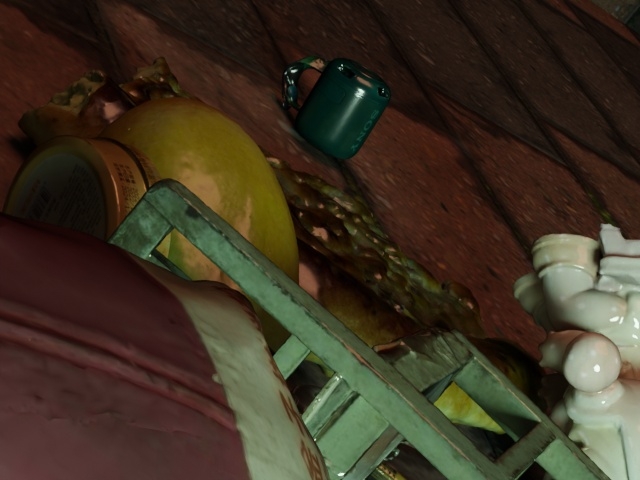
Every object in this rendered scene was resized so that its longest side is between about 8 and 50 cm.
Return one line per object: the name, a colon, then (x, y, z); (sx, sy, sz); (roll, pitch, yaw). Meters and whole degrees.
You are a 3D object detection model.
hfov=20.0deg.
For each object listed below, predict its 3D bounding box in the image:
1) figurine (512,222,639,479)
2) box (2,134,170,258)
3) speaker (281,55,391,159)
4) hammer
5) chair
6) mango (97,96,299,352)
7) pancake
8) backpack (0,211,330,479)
figurine: (0.204, 0.124, 1.192); (0.144, 0.182, 0.256); (9, 56, -9)
box: (-0.124, -0.002, 0.940); (0.037, 0.105, 0.105); (8, 36, -44)
speaker: (0.011, -0.116, 1.502); (0.060, 0.075, 0.094); (22, 17, -36)
hammer: (0.049, 0.147, 1.073); (0.182, 0.017, 0.062); (40, 19, -6)
chair: (0.004, 0.098, 0.912); (0.270, 0.136, 0.147); (42, 18, 11)
mango: (-0.071, 0.009, 1.004); (0.130, 0.092, 0.194); (-2, 64, -41)
pancake: (-0.001, 0.002, 1.226); (0.427, 0.067, 0.305); (35, 19, -12)
backpack: (-0.127, 0.099, 0.556); (0.317, 0.197, 0.283); (30, 22, -43)
